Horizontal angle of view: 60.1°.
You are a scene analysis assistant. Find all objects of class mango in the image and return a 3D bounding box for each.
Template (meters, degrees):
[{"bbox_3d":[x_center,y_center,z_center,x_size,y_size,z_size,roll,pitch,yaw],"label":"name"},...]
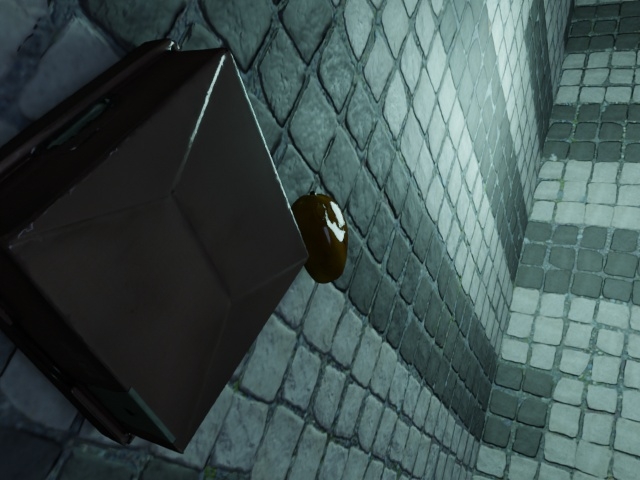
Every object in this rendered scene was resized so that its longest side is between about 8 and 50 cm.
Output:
[{"bbox_3d":[0.000,0.000,0.610,0.080,0.060,0.114,-70,150,-51],"label":"mango"}]

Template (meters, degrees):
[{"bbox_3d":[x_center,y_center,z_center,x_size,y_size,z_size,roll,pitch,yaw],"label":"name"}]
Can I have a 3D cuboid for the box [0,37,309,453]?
[{"bbox_3d":[-0.111,0.002,0.391,0.215,0.086,0.215,-57,142,-38],"label":"box"}]
